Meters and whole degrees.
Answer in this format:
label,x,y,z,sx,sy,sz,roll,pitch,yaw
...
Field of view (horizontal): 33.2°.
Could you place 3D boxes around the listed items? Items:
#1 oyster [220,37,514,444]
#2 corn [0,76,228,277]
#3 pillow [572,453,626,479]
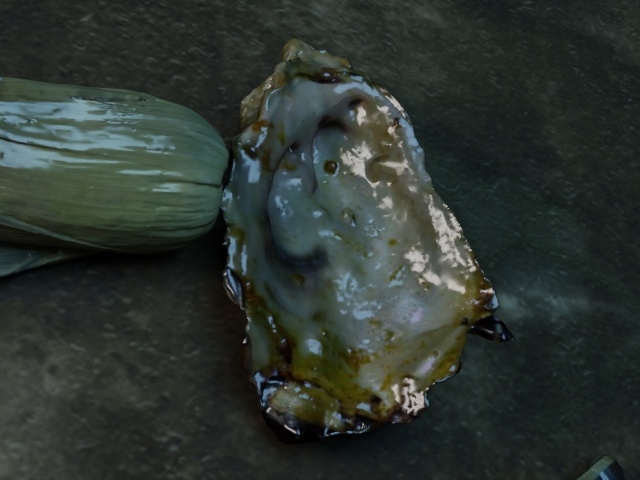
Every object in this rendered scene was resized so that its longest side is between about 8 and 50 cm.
label,x,y,z,sx,sy,sz,roll,pitch,yaw
oyster,-0.006,-0.009,0.888,0.221,0.096,0.361,-12,65,-29
corn,-0.216,-0.051,0.777,0.305,0.123,0.122,-1,51,-28
pillow,0.211,0.299,0.835,0.255,0.034,0.189,-25,75,-40
